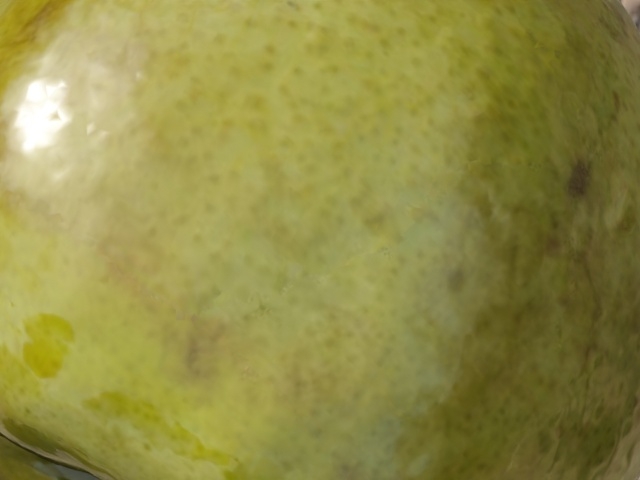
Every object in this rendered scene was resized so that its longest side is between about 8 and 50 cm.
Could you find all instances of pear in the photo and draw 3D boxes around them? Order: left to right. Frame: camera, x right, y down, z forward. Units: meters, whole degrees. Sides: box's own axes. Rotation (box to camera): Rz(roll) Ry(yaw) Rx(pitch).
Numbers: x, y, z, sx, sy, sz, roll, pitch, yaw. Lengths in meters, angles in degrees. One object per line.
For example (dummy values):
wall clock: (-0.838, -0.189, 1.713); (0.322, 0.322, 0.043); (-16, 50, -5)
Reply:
pear: (0.000, 0.000, 0.701); (0.304, 0.304, 0.304); (-2, 76, 8)
